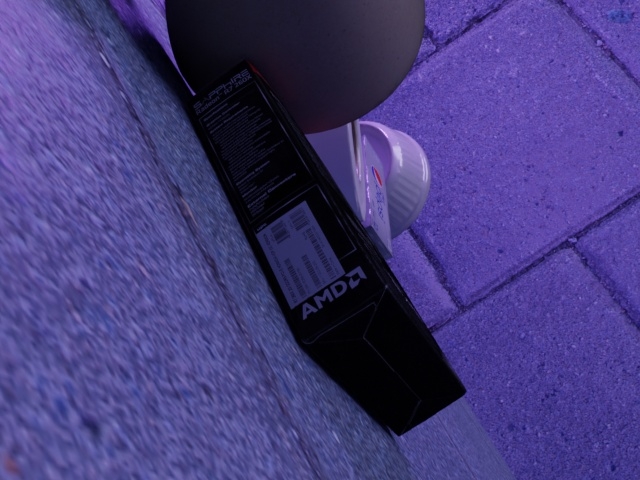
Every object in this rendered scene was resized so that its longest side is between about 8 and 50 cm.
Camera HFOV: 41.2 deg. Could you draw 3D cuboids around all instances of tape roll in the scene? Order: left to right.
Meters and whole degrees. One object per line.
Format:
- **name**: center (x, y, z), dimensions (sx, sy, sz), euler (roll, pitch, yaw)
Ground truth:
- **tape roll**: center (0.009, -0.163, 1.372), dimensions (0.286, 0.100, 0.286), euler (-5, 90, -84)

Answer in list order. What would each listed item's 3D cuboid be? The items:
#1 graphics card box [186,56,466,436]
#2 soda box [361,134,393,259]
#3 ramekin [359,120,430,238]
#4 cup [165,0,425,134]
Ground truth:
- **graphics card box**: center (0.000, 0.000, 0.887), dimensions (0.233, 0.094, 0.371), euler (52, 5, -49)
- **soda box**: center (0.068, -0.072, 1.611), dimensions (0.091, 0.098, 0.286), euler (53, 22, -35)
- **ramekin**: center (0.094, -0.134, 1.853), dimensions (0.127, 0.273, 0.273), euler (29, 24, -52)
- **cup**: center (-0.040, -0.320, 0.983), dimensions (0.331, 0.331, 0.237), euler (58, -5, 16)
